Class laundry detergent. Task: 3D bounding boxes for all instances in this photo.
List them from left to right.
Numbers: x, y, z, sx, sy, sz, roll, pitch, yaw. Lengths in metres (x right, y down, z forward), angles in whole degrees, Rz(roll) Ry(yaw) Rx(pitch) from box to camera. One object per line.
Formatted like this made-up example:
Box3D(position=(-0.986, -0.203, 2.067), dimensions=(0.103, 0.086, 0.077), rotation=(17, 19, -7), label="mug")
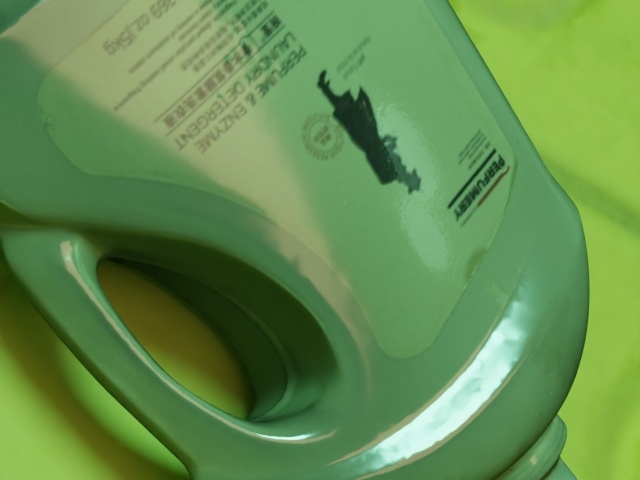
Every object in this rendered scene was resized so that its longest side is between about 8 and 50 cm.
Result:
Box3D(position=(0.000, 0.000, 0.479), dimensions=(0.253, 0.091, 0.181), rotation=(51, 60, -11), label="laundry detergent")
